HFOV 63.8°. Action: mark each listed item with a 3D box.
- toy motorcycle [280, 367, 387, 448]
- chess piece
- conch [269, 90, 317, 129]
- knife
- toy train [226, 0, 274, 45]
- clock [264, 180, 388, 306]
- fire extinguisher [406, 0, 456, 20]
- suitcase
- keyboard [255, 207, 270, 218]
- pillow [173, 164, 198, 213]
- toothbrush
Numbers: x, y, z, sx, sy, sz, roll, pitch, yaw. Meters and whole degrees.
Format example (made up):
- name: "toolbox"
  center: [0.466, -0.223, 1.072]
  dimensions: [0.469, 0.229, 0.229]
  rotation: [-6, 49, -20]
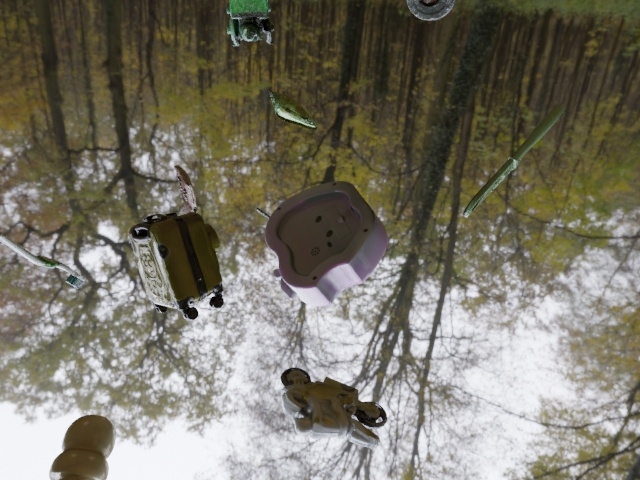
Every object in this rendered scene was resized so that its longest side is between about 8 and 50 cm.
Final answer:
- name: "toy motorcycle"
  center: [0.011, 0.321, 0.975]
  dimensions: [0.229, 0.074, 0.151]
  rotation: [23, -153, 15]
- name: "chess piece"
  center: [-0.544, 0.542, 1.150]
  dimensions: [0.167, 0.167, 0.299]
  rotation: [4, -135, -1]
- name: "conch"
  center: [-0.099, -0.448, 1.781]
  dimensions: [0.201, 0.079, 0.095]
  rotation: [29, -175, 1]
- name: "knife"
  center: [0.326, -0.138, 0.855]
  dimensions: [0.020, 0.043, 0.293]
  rotation: [38, -112, 21]
- name: "toy train"
  center: [-0.185, -0.627, 1.317]
  dimensions: [0.120, 0.202, 0.300]
  rotation: [-4, -138, -6]
- name: "clock"
  center: [0.000, 0.000, 1.355]
  dimensions: [0.339, 0.102, 0.338]
  rotation: [-16, -130, 20]
- name: "fire extinguisher"
  center: [0.241, -0.679, 1.223]
  dimensions: [0.113, 0.200, 0.376]
  rotation: [-16, -141, 21]
- name: "suitcase"
  center: [-0.320, 0.047, 1.167]
  dimensions: [0.143, 0.234, 0.194]
  rotation: [-22, -166, -37]
- name: "keyboard"
  center: [-0.177, -0.075, 2.000]
  dimensions: [0.176, 0.014, 0.055]
  rotation: [34, 176, -9]
- name: "pillow"
  center: [-0.458, -0.143, 1.783]
  dimensions: [0.043, 0.232, 0.126]
  rotation: [-18, -130, -20]
- name: "toothbrush"
  center: [-0.493, 0.035, 0.916]
  dimensions: [0.030, 0.030, 0.304]
  rotation: [5, 160, 1]
